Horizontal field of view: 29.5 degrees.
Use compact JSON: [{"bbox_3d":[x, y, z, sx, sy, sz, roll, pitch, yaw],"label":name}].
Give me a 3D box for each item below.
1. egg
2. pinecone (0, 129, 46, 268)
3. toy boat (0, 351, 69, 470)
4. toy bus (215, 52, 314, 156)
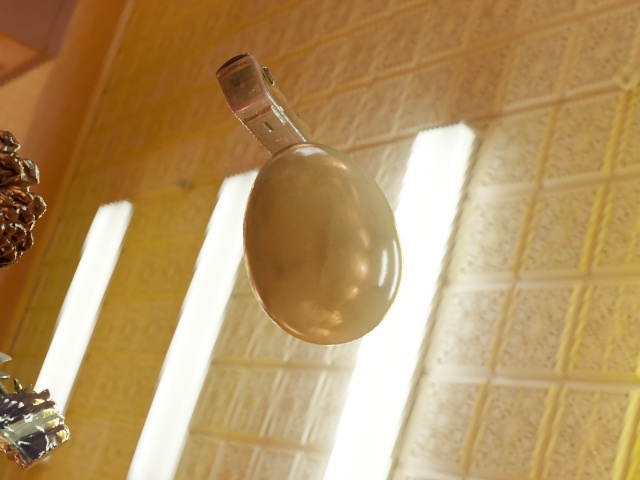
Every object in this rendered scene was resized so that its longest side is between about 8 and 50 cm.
[{"bbox_3d":[0.000,0.000,1.163,0.151,0.151,0.209,-40,-129,39],"label":"egg"},{"bbox_3d":[-0.405,-0.051,1.312,0.208,0.208,0.207,-40,-142,39],"label":"pinecone"},{"bbox_3d":[-0.379,0.140,1.378,0.070,0.210,0.291,-37,-118,-3],"label":"toy boat"},{"bbox_3d":[-0.059,-0.144,1.399,0.057,0.172,0.072,-28,-120,9],"label":"toy bus"}]
